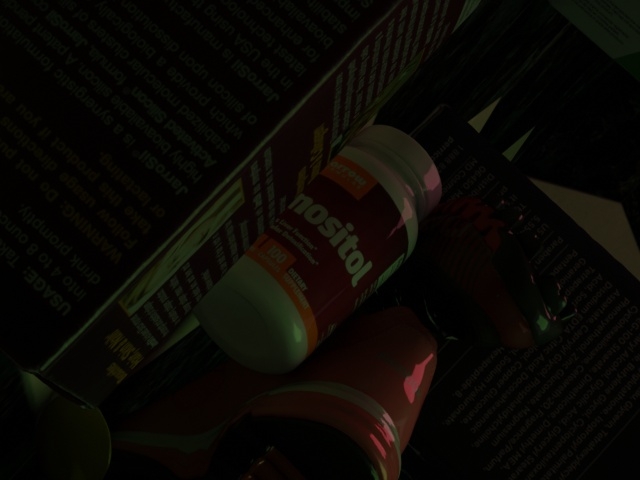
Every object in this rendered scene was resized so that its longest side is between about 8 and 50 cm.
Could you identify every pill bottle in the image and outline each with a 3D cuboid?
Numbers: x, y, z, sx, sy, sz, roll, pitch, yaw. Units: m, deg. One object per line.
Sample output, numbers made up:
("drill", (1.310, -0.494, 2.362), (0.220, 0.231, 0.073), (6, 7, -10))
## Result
("pill bottle", (0.000, 0.000, 0.870), (0.152, 0.086, 0.086), (-43, 172, -33))

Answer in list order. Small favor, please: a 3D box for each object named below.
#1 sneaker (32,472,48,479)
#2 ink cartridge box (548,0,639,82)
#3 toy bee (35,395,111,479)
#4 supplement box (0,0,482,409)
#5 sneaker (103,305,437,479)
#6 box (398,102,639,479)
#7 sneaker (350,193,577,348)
("sneaker", (-0.191, 0.191, 0.994), (0.058, 0.052, 0.135), (-34, 162, -17))
("ink cartridge box", (0.302, -0.222, 1.170), (0.208, 0.153, 0.087), (-51, 173, 35))
("toy bee", (-0.152, 0.177, 0.800), (0.162, 0.298, 0.195), (-11, -117, 53))
("supplement box", (-0.030, -0.052, 0.405), (0.188, 0.081, 0.104), (-46, 174, -8))
("sneaker", (-0.034, 0.120, 0.960), (0.314, 0.116, 0.136), (-21, -155, 50))
("box", (0.154, 0.129, 1.244), (0.212, 0.395, 0.293), (-46, 173, -13))
("sneaker", (0.054, 0.025, 0.972), (0.135, 0.098, 0.276), (-32, -157, -12))
